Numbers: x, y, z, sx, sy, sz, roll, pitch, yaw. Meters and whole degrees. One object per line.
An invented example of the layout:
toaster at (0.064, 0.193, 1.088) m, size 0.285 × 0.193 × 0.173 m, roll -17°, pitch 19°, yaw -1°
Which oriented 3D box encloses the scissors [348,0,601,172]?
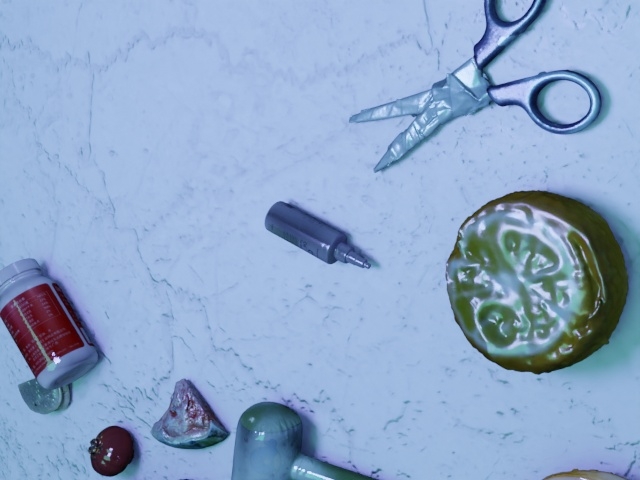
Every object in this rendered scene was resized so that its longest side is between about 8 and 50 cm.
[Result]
scissors at (0.199, -0.219, 1.424) m, size 0.383 × 0.029 × 0.256 m, roll -24°, pitch 84°, yaw 37°

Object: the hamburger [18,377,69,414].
hamburger at (-0.572, 0.322, 2.052) m, size 0.121 × 0.054 × 0.084 m, roll -24°, pitch 84°, yaw 28°

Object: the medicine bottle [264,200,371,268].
medicine bottle at (0.000, 0.000, 1.588) m, size 0.199 × 0.057 × 0.058 m, roll 29°, pitch 114°, yaw 26°

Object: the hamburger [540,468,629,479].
hamburger at (0.357, 0.460, 1.327) m, size 0.291 × 0.225 × 0.291 m, roll 10°, pitch 105°, yaw 41°

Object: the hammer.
hammer at (0.003, 0.405, 1.643) m, size 0.335 × 0.119 × 0.207 m, roll 12°, pitch 108°, yaw 26°

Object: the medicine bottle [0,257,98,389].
medicine bottle at (-0.558, 0.167, 1.961) m, size 0.131 × 0.131 × 0.250 m, roll -43°, pitch 74°, yaw 33°

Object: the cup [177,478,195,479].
cup at (-0.336, 0.591, 1.792) m, size 0.307 × 0.292 × 0.242 m, roll -9°, pitch 94°, yaw 36°

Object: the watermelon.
watermelon at (-0.264, 0.330, 1.832) m, size 0.187 × 0.071 × 0.139 m, roll -9°, pitch 90°, yaw 36°

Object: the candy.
candy at (0.296, 0.056, 1.358) m, size 0.259 × 0.118 × 0.260 m, roll 6°, pitch 100°, yaw 35°

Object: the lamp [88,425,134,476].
lamp at (-0.415, 0.418, 1.938) m, size 0.101 × 0.090 × 0.101 m, roll -31°, pitch 46°, yaw 38°
